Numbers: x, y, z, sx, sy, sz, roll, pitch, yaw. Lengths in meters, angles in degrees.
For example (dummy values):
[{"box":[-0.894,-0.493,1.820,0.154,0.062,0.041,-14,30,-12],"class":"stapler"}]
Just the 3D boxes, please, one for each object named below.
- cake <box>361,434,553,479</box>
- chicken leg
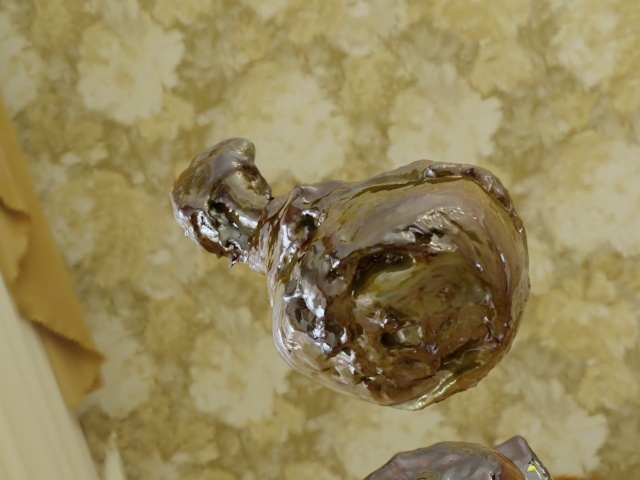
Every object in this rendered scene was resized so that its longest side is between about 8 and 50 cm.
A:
[{"box":[0.118,0.269,0.803,0.196,0.293,0.199,-25,39,-3],"class":"cake"},{"box":[0.001,0.003,0.566,0.107,0.087,0.251,-37,29,-17],"class":"chicken leg"}]
